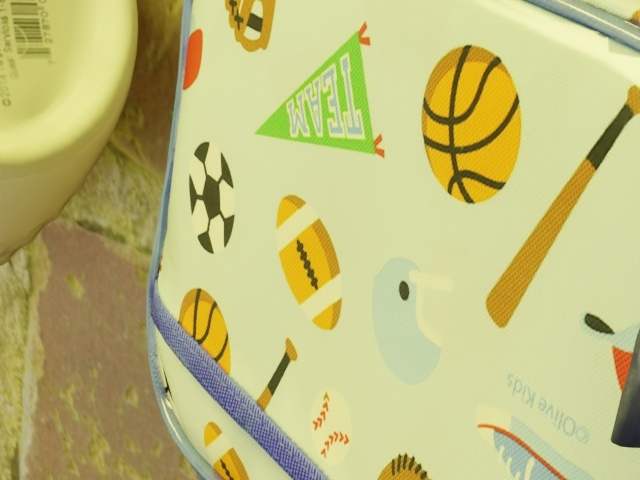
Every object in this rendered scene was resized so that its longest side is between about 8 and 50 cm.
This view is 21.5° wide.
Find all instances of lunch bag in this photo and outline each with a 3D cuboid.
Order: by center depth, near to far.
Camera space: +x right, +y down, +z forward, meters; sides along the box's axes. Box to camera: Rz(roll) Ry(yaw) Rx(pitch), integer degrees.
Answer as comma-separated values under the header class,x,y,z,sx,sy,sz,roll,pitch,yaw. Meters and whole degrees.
class,x,y,z,sx,sy,sz,roll,pitch,yaw
lunch bag,0.052,0.026,0.488,0.303,0.115,0.243,42,127,51

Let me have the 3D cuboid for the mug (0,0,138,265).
class,x,y,z,sx,sy,sz,roll,pitch,yaw
mug,-0.253,-0.136,0.848,0.328,0.276,0.374,-10,74,46
